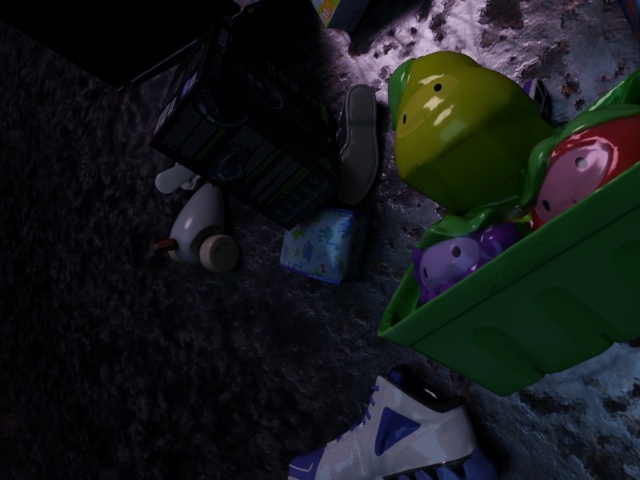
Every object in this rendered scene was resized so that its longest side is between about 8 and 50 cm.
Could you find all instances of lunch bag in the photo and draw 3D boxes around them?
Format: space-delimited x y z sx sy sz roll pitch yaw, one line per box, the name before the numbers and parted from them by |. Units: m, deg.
lunch bag | 0.000 0.000 0.825 0.151 0.096 0.128 12 94 27

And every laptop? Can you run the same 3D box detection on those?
laptop | -0.301 -0.457 0.863 0.382 0.407 0.236 -10 121 36

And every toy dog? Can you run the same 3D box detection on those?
toy dog | -0.280 -0.085 1.002 0.220 0.161 0.333 -22 74 34

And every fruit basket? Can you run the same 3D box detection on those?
fruit basket | 0.200 -0.062 0.530 0.393 0.283 0.391 12 122 20

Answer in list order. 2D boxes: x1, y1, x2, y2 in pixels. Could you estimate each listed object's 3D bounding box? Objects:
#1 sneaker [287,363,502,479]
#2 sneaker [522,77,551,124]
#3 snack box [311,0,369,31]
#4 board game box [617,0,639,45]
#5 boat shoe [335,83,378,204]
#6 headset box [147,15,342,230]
sneaker | 0.099 0.292 0.723 0.316 0.128 0.182 -20 71 27
sneaker | 0.265 -0.144 0.655 0.071 0.068 0.169 27 104 41
snack box | 0.032 -0.510 0.822 0.174 0.070 0.206 -49 56 51
board game box | 0.373 -0.264 0.522 0.047 0.160 0.210 -26 71 34
boat shoe | 0.061 -0.166 0.828 0.065 0.075 0.205 -144 58 -79
headset box | -0.103 -0.185 0.772 0.131 0.283 0.246 -39 35 28
